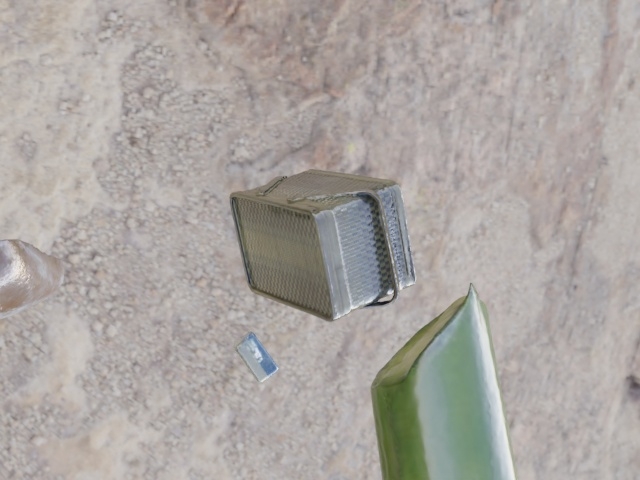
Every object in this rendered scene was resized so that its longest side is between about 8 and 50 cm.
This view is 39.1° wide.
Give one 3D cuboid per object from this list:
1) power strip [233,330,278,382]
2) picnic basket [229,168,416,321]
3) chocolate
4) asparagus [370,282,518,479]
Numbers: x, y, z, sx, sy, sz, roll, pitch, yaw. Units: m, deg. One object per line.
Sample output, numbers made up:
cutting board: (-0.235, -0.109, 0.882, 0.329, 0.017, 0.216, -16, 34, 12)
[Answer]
power strip: (-0.080, 0.142, 1.108, 0.032, 0.123, 0.056, -37, 89, -8)
picnic basket: (0.000, 0.000, 1.265, 0.139, 0.267, 0.165, -20, 109, -29)
chocolate: (-0.472, 0.073, 1.324, 0.161, 0.261, 0.083, -25, 81, 1)
asparagus: (0.062, 0.158, 0.349, 0.060, 0.067, 0.277, -1, 76, -44)
